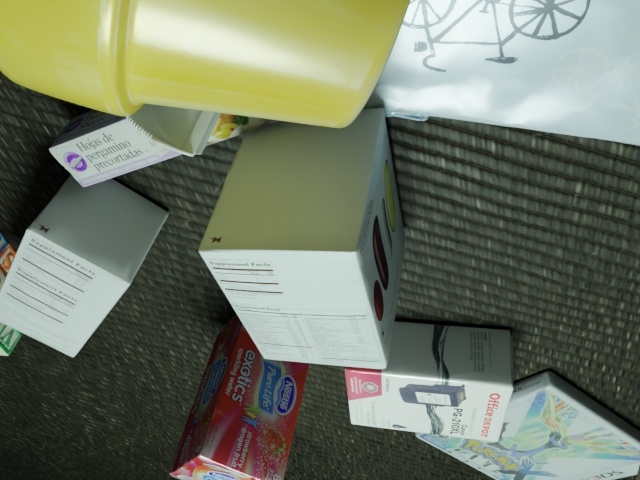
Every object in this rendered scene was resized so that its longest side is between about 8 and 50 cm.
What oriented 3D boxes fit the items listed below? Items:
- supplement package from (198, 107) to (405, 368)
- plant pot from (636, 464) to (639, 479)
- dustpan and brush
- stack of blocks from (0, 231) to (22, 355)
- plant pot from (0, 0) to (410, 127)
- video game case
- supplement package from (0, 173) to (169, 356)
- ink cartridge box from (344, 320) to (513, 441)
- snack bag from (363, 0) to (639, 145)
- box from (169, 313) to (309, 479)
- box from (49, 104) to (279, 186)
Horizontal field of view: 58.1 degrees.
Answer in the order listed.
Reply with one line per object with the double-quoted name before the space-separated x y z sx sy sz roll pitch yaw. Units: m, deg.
"supplement package" 0.000 0.000 0.618 0.149 0.194 0.203 1 141 17
"plant pot" 0.651 0.408 0.852 0.280 0.323 0.323 28 138 7
"dustpan and brush" -0.179 -0.187 0.564 0.211 0.147 0.060 28 -176 29
"stack of blocks" -0.545 0.048 0.840 0.087 0.171 0.297 2 136 13
"plant pot" -0.066 -0.196 0.411 0.238 0.254 0.254 16 137 -11
"video game case" 0.392 0.365 1.036 0.329 0.036 0.300 33 133 -20
"supplement package" -0.335 0.035 0.795 0.133 0.139 0.244 32 135 -18
"ink cartridge box" 0.165 0.215 0.888 0.237 0.100 0.172 3 137 11
"snack bag" 0.205 -0.222 0.467 0.322 0.037 0.343 9 140 6
"box" -0.108 0.235 0.863 0.128 0.257 0.122 30 137 -17
"box" -0.151 -0.136 0.624 0.323 0.067 0.063 -12 131 26
